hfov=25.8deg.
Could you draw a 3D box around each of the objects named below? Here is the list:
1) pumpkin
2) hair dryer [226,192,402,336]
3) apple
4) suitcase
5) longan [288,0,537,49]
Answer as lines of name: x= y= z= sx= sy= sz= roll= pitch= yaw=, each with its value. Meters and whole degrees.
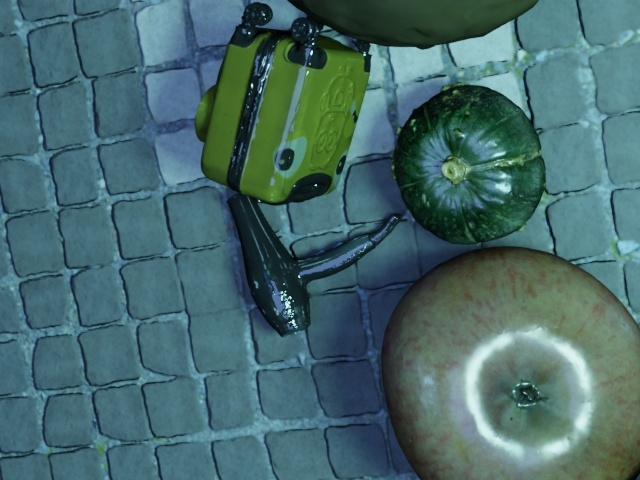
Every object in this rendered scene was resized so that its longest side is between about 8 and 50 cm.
pumpkin: x=0.176 y=-0.089 z=1.659 sx=0.190 sy=0.146 sz=0.190 roll=-8 pitch=76 yaw=31
hair dryer: x=0.000 y=0.000 z=1.786 sx=0.219 sy=0.075 sz=0.196 roll=-24 pitch=80 yaw=10
apple: x=0.226 y=0.175 z=1.612 sx=0.344 sy=0.269 sz=0.345 roll=2 pitch=97 yaw=18
suitcase: x=-0.047 y=-0.164 z=1.701 sx=0.143 sy=0.194 sz=0.235 roll=21 pitch=103 yaw=23
longan: x=0.116 y=-0.418 z=1.510 sx=0.404 sy=0.404 sz=0.436 roll=37 pitch=100 yaw=11
